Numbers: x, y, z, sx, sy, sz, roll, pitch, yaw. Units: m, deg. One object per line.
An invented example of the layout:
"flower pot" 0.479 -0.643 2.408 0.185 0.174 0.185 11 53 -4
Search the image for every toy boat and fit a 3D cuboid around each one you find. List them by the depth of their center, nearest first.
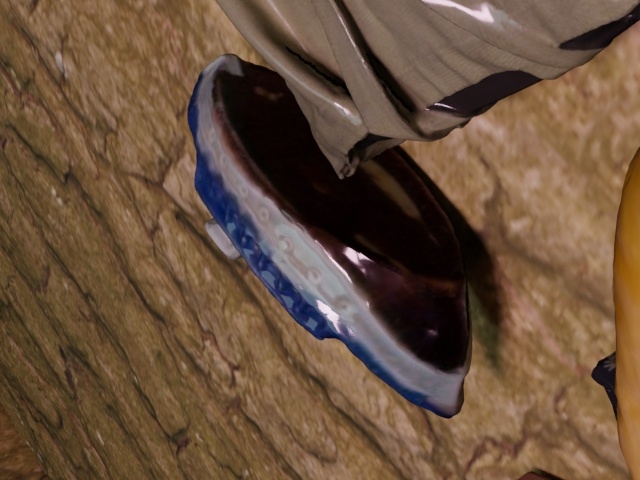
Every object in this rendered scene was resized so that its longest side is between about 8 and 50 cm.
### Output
"toy boat" 0.000 0.000 0.878 0.262 0.114 0.115 46 139 26

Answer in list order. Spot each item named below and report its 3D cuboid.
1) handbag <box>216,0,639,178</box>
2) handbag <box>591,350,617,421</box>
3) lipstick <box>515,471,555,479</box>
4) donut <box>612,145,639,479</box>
"handbag" 0.020 -0.169 0.673 0.253 0.109 0.316 59 151 -2
"handbag" 0.191 0.105 0.685 0.115 0.072 0.139 43 163 34
"lipstick" 0.159 0.178 0.841 0.145 0.045 0.045 16 129 58
"donut" 0.252 0.091 0.362 0.449 0.198 0.449 47 152 34
